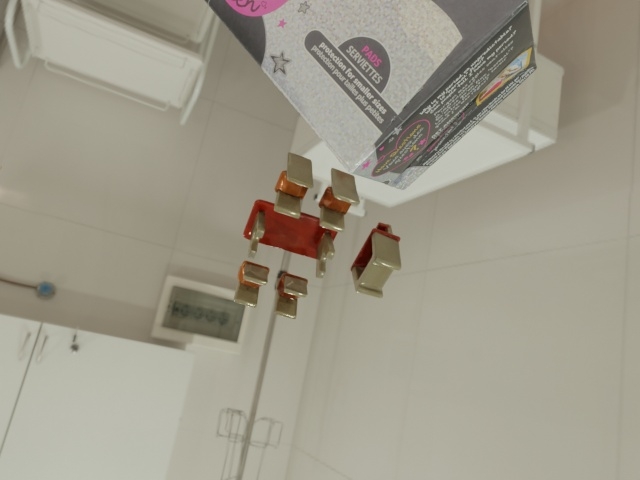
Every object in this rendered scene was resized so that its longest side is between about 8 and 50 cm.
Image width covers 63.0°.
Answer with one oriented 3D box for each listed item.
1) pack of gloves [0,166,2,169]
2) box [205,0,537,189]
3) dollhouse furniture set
[{"bbox_3d":[-0.612,-0.115,0.713,0.232,0.195,0.046,43,159,-14],"label":"pack of gloves"},{"bbox_3d":[0.027,-0.186,0.432,0.163,0.247,0.142,-43,162,18],"label":"box"},{"bbox_3d":[0.000,0.000,0.899,0.259,0.135,0.262,18,123,-15],"label":"dollhouse furniture set"}]
